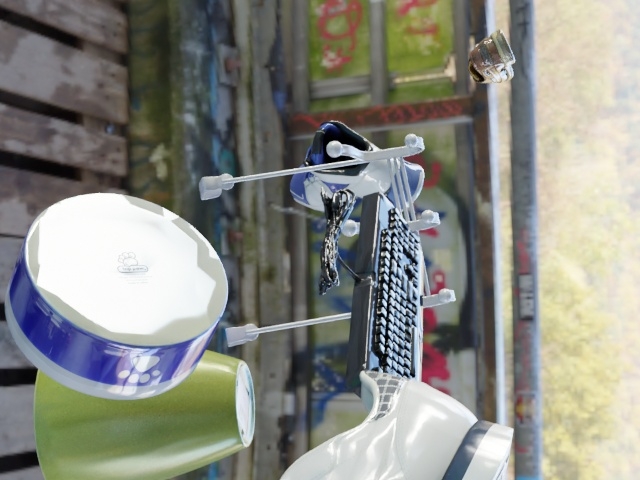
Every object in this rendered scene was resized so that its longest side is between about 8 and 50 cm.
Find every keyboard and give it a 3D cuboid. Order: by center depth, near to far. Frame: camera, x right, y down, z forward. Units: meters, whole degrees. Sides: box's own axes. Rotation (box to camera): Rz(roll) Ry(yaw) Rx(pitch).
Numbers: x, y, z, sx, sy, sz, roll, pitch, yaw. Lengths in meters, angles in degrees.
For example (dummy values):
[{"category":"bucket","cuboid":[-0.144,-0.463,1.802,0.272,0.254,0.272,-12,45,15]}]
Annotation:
[{"category":"keyboard","cuboid":[0.063,0.054,1.132,0.201,0.033,0.317,43,33,-29]}]

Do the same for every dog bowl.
[{"category":"dog bowl","cuboid":[-0.256,0.065,1.250,0.104,0.265,0.265,-59,177,37]}]

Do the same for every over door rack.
[{"category":"over door rack","cuboid":[0.000,0.000,1.325,0.108,0.324,0.239,51,28,-78]}]

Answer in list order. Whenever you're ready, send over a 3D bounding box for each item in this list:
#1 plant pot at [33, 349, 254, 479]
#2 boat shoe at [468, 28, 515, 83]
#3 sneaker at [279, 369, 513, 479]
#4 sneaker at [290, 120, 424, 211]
[{"category":"plant pot","cuboid":[-0.261,0.271,1.570,0.275,0.293,0.275,-4,90,-83]},{"category":"boat shoe","cuboid":[0.241,-0.259,1.422,0.178,0.060,0.064,3,63,-81]},{"category":"sneaker","cuboid":[0.003,0.166,0.472,0.235,0.095,0.090,-49,156,-33]},{"category":"sneaker","cuboid":[0.029,-0.145,1.810,0.182,0.315,0.127,35,73,-32]}]
